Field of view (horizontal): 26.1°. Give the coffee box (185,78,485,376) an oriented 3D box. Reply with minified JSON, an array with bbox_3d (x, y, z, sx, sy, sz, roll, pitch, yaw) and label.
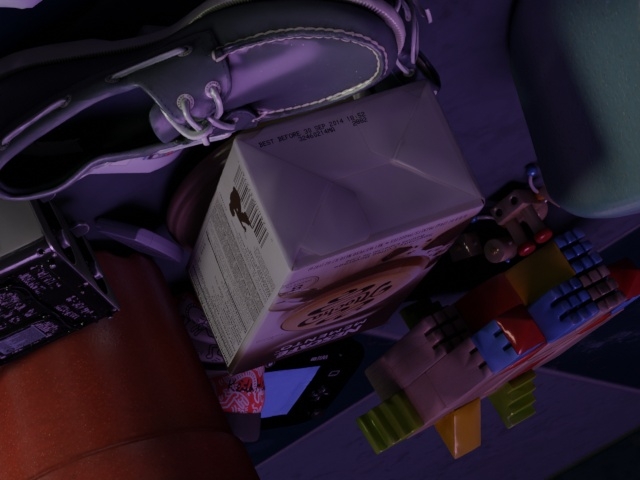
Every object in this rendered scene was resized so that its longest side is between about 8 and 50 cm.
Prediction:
[{"bbox_3d":[0.000,0.000,1.155,0.168,0.119,0.297,-19,165,-18],"label":"coffee box"}]

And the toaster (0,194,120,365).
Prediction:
[{"bbox_3d":[-0.282,0.032,1.151,0.185,0.110,0.168,-26,155,3],"label":"toaster"}]

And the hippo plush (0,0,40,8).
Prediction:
[{"bbox_3d":[-0.126,-0.241,0.590,0.234,0.236,0.294,-16,154,-16],"label":"hippo plush"}]

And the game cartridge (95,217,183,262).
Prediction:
[{"bbox_3d":[-0.162,0.000,1.268,0.083,0.056,0.017,34,76,-62],"label":"game cartridge"}]

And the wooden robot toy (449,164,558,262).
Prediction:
[{"bbox_3d":[0.229,-0.022,1.551,0.173,0.076,0.079,-40,162,33],"label":"wooden robot toy"}]

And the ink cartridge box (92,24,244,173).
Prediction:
[{"bbox_3d":[-0.094,-0.108,1.119,0.179,0.045,0.145,0,147,-37],"label":"ink cartridge box"}]

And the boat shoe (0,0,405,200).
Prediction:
[{"bbox_3d":[-0.094,-0.094,0.969,0.319,0.099,0.116,-9,142,14],"label":"boat shoe"}]

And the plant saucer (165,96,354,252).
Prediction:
[{"bbox_3d":[-0.009,-0.051,1.289,0.278,0.041,0.278,-22,159,-9],"label":"plant saucer"}]

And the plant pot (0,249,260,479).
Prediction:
[{"bbox_3d":[-0.209,0.170,1.295,0.272,0.265,0.272,-18,157,-8],"label":"plant pot"}]

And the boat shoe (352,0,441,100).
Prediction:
[{"bbox_3d":[0.042,-0.164,1.059,0.079,0.095,0.254,-26,151,4],"label":"boat shoe"}]

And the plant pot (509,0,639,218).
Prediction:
[{"bbox_3d":[0.300,-0.140,1.179,0.248,0.247,0.252,-11,169,-26],"label":"plant pot"}]

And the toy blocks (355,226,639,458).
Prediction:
[{"bbox_3d":[0.238,0.092,1.615,0.381,0.191,0.261,-22,164,-39],"label":"toy blocks"}]

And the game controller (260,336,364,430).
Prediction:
[{"bbox_3d":[-0.095,0.180,1.665,0.319,0.067,0.166,-3,148,-39],"label":"game controller"}]

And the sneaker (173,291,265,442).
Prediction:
[{"bbox_3d":[-0.163,0.126,1.469,0.270,0.145,0.090,3,174,40],"label":"sneaker"}]
